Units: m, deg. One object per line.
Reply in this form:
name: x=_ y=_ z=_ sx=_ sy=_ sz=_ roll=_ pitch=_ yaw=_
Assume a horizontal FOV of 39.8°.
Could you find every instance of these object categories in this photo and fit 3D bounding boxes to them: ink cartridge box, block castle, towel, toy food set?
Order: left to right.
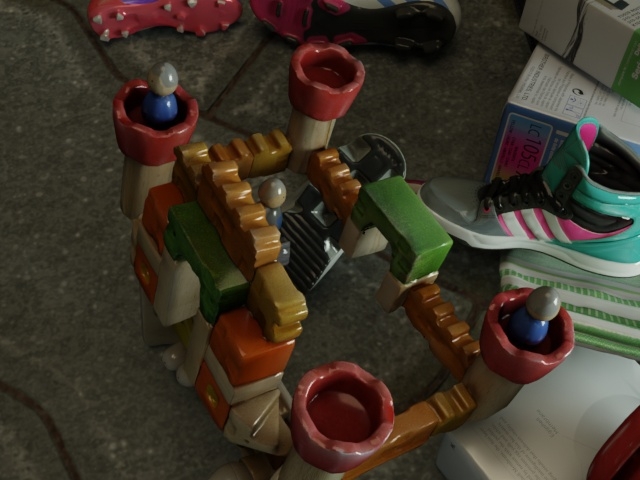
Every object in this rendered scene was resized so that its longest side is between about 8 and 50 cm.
toy food set: x=-0.125 y=0.175 z=0.989 sx=0.092 sy=0.220 sz=0.306 roll=-24 pitch=61 yaw=-24
block castle: x=0.000 y=0.000 z=0.879 sx=0.303 sy=0.213 sz=0.453 roll=-18 pitch=59 yaw=-29
towel: x=0.331 y=0.069 z=1.028 sx=0.248 sy=0.325 sz=0.038 roll=13 pitch=104 yaw=9
ink cartridge box: x=0.395 y=-0.283 z=1.151 sx=0.160 sy=0.092 sz=0.219 roll=-25 pitch=53 yaw=-29
ink cartridge box: x=0.451 y=-0.133 z=1.176 sx=0.395 sy=0.151 sz=0.270 roll=20 pitch=46 yaw=15

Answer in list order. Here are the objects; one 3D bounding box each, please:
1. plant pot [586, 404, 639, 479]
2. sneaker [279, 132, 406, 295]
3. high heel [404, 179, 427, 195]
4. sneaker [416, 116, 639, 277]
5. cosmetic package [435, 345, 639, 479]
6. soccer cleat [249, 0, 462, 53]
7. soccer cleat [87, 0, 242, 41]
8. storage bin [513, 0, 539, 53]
plant pot: x=0.355 y=0.229 z=0.811 sx=0.191 sy=0.191 sz=0.174 roll=-35 pitch=60 yaw=-18
sneaker: x=-0.021 y=-0.006 z=1.176 sx=0.330 sy=0.146 sz=0.122 roll=-38 pitch=90 yaw=4
high heel: x=0.198 y=-0.053 z=1.224 sx=0.244 sy=0.082 sz=0.117 roll=10 pitch=29 yaw=22
sneaker: x=0.265 y=-0.067 z=1.054 sx=0.295 sy=0.178 sz=0.124 roll=13 pitch=43 yaw=9
cosmetic package: x=0.286 y=0.255 z=0.983 sx=0.224 sy=0.138 sz=0.224 roll=-31 pitch=63 yaw=-18
soccer cleat: x=0.058 y=-0.371 z=1.398 sx=0.331 sy=0.116 sz=0.143 roll=10 pitch=44 yaw=5
soccer cleat: x=-0.250 y=-0.378 z=1.418 sx=0.248 sy=0.083 sz=0.095 roll=-7 pitch=54 yaw=0
storage bin: x=0.361 y=-0.392 z=1.381 sx=0.084 sy=0.122 sz=0.180 roll=-7 pitch=59 yaw=-2
